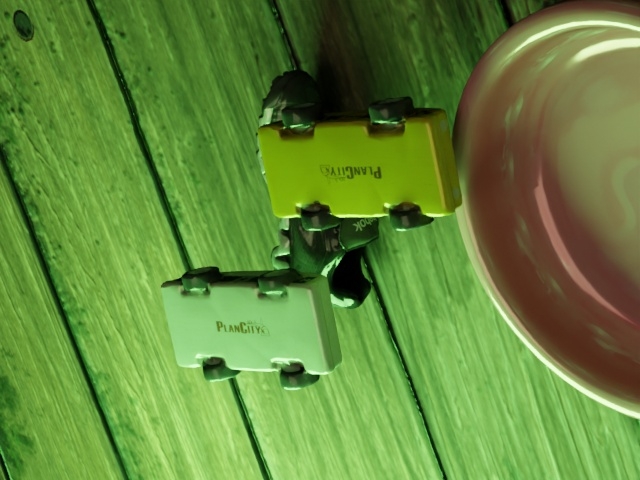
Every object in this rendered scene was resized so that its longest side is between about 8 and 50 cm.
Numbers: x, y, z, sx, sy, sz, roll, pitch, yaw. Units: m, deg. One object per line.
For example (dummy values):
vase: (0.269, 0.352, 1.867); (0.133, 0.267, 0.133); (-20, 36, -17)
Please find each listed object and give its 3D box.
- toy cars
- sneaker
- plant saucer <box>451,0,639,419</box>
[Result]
toy cars: (0.000, 0.000, 1.516); (0.176, 0.087, 0.394); (49, 132, 16)
sneaker: (0.006, -0.038, 1.592); (0.106, 0.078, 0.234); (16, 123, 33)
plant saucer: (0.247, -0.027, 1.337); (0.332, 0.084, 0.332); (25, 128, 35)
